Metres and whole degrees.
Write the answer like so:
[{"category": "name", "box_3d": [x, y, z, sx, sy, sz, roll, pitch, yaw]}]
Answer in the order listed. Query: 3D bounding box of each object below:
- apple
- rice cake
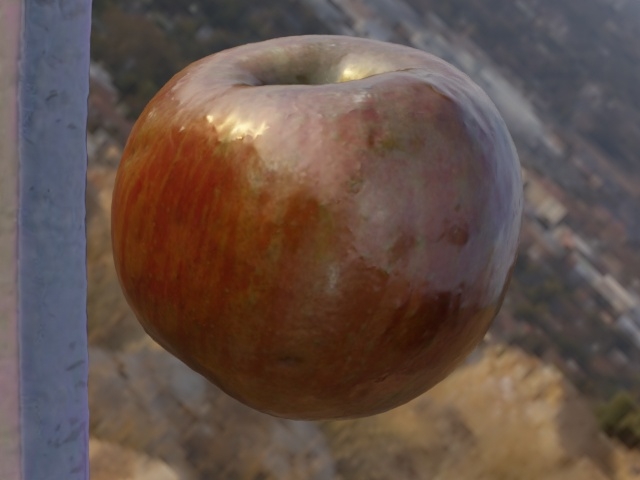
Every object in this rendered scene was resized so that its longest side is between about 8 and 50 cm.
[{"category": "apple", "box_3d": [0.000, 0.000, 1.292, 0.301, 0.301, 0.301, 40, 15, -13]}, {"category": "rice cake", "box_3d": [-0.142, 0.022, 0.862, 0.072, 0.365, 0.056, 0, 0, 41]}]
